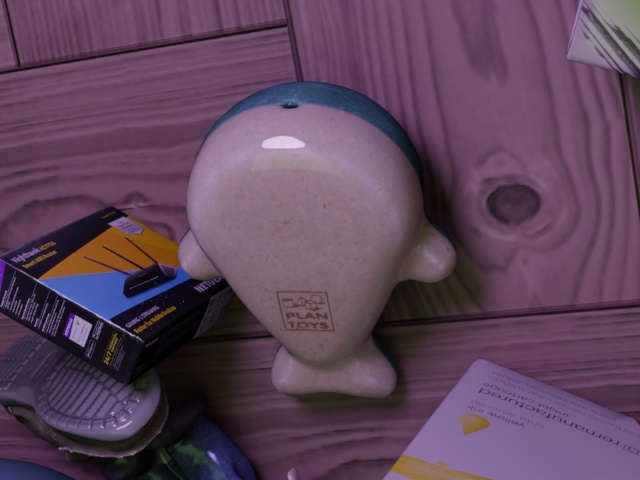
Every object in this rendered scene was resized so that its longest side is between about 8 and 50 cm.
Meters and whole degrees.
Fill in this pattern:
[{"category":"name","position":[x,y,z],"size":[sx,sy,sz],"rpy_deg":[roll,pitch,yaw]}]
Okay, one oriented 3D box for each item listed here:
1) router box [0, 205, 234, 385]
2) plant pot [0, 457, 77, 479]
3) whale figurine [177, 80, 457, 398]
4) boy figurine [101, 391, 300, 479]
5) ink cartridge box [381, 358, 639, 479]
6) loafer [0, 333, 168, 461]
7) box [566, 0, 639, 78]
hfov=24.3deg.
[{"category":"router box","position":[-0.160,0.039,1.168],"size":[0.133,0.179,0.046],"rpy_deg":[28,111,11]},{"category":"plant pot","position":[-0.266,0.304,1.270],"size":[0.290,0.195,0.290],"rpy_deg":[5,106,19]},{"category":"whale figurine","position":[0.000,0.000,1.143],"size":[0.216,0.141,0.272],"rpy_deg":[-1,128,13]},{"category":"boy figurine","position":[-0.061,0.272,1.244],"size":[0.177,0.092,0.285],"rpy_deg":[-39,85,22]},{"category":"ink cartridge box","position":[0.162,0.251,0.991],"size":[0.279,0.385,0.160],"rpy_deg":[22,110,14]},{"category":"loafer","position":[-0.188,0.132,1.220],"size":[0.087,0.094,0.251],"rpy_deg":[50,159,-26]},{"category":"box","position":[0.313,-0.134,0.985],"size":[0.275,0.113,0.094],"rpy_deg":[18,111,17]}]
